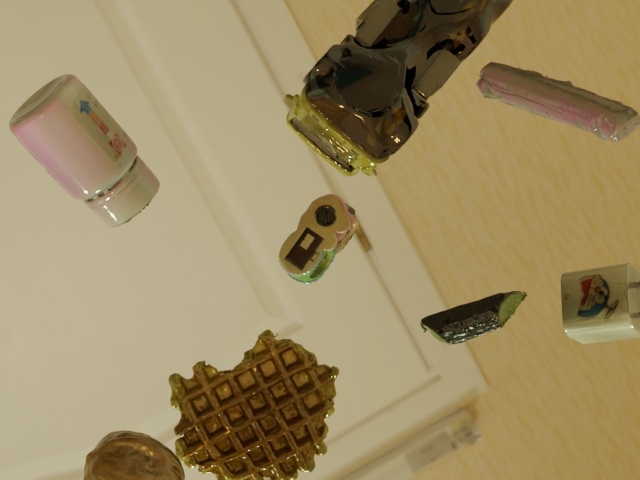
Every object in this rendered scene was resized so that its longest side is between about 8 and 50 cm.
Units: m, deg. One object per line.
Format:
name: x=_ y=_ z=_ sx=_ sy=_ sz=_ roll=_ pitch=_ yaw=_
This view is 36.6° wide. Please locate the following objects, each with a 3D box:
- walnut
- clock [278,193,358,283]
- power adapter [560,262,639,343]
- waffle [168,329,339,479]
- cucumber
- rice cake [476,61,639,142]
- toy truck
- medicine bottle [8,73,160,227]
walnut: x=-0.292 y=0.373 z=1.520 sx=0.149 sy=0.166 sz=0.166 roll=-54 pitch=178 yaw=22
clock: x=0.000 y=0.000 z=1.990 sx=0.194 sy=0.100 sz=0.195 roll=-54 pitch=168 yaw=3
power adapter: x=0.572 y=0.115 z=1.818 sx=0.204 sy=0.130 sz=0.125 roll=-13 pitch=155 yaw=35
waffle: x=-0.113 y=0.300 z=1.706 sx=0.300 sy=0.282 sz=0.058 roll=-3 pitch=-174 yaw=-12
cucumber: x=0.247 y=0.138 z=1.651 sx=0.220 sy=0.046 sz=0.070 roll=-26 pitch=-149 yaw=40
rice cake: x=0.296 y=-0.179 z=1.230 sx=0.055 sy=0.049 sz=0.270 roll=-56 pitch=-140 yaw=2
toy truck: x=0.117 y=-0.286 z=1.485 sx=0.405 sy=0.180 sz=0.254 roll=-52 pitch=-175 yaw=-19
medicine bottle: x=-0.409 y=-0.154 z=1.699 sx=0.152 sy=0.254 sz=0.152 roll=-28 pitch=-150 yaw=18
